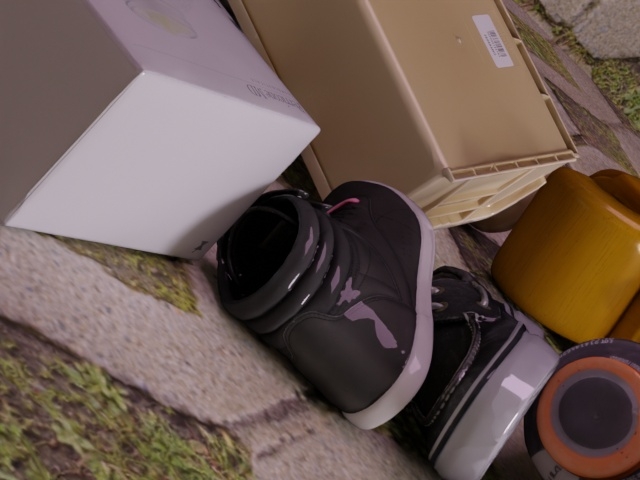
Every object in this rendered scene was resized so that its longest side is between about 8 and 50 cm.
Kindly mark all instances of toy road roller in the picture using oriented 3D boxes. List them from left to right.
[{"bbox_3d":[0.318,0.059,1.866,0.240,0.202,0.329,18,23,-33],"label":"toy road roller"}]

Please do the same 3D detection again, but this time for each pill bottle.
[{"bbox_3d":[0.228,0.145,1.456,0.130,0.130,0.245,50,7,19],"label":"pill bottle"}]

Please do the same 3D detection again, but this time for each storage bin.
[{"bbox_3d":[0.080,-0.150,1.689,0.260,0.123,0.262,-11,72,-55],"label":"storage bin"}]

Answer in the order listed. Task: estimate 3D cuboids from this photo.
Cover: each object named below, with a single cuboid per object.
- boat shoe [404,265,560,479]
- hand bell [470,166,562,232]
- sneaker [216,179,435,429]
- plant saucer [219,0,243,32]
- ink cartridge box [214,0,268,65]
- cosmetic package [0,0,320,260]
[{"bbox_3d":[0.094,0.091,1.400,0.119,0.121,0.335,35,6,0],"label":"boat shoe"},{"bbox_3d":[0.126,-0.117,1.907,0.242,0.126,0.126,37,17,-41],"label":"hand bell"},{"bbox_3d":[0.000,0.000,1.366,0.147,0.104,0.296,44,19,-22],"label":"sneaker"},{"bbox_3d":[-0.102,-0.303,1.896,0.400,0.100,0.400,41,16,-14],"label":"plant saucer"},{"bbox_3d":[-0.122,-0.146,1.470,0.153,0.087,0.208,22,26,-54],"label":"ink cartridge box"},{"bbox_3d":[-0.154,-0.119,1.234,0.225,0.138,0.224,52,18,22],"label":"cosmetic package"}]
